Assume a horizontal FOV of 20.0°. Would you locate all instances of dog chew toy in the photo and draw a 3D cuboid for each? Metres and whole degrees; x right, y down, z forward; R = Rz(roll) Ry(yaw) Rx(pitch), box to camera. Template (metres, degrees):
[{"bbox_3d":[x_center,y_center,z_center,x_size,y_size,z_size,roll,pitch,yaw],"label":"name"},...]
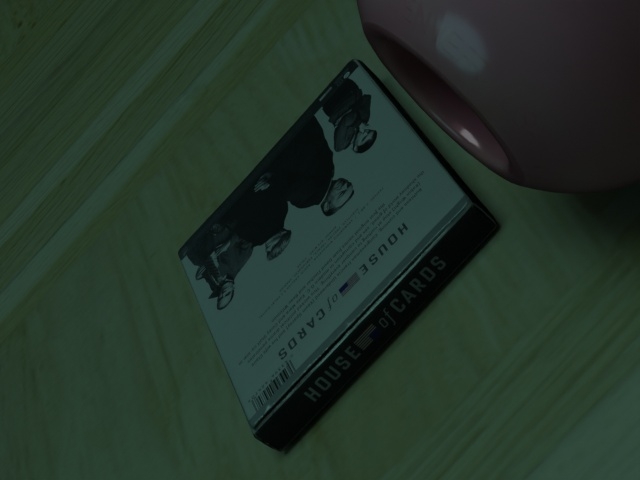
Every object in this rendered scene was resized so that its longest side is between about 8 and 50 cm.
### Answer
[{"bbox_3d":[0.175,-0.180,0.873,0.332,0.206,0.206,-44,27,-4],"label":"dog chew toy"}]

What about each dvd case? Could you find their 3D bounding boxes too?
[{"bbox_3d":[0.000,0.000,1.089,0.179,0.029,0.238,-47,28,9],"label":"dvd case"}]
